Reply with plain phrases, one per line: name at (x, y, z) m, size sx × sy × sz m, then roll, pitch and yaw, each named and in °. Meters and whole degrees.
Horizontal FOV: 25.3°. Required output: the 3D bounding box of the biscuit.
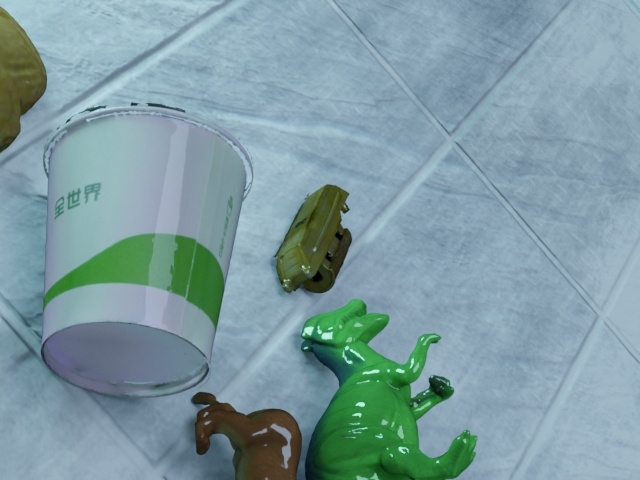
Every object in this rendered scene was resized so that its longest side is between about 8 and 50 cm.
biscuit at (-0.477, -0.206, 1.684) m, size 0.269 × 0.051 × 0.376 m, roll 54°, pitch 37°, yaw 6°

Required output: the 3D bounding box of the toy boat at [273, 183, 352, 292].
toy boat at (0.000, 0.000, 2.003) m, size 0.088 × 0.068 × 0.226 m, roll 46°, pitch 34°, yaw -15°

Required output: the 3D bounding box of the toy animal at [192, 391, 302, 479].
toy animal at (-0.064, 0.286, 1.614) m, size 0.157 × 0.097 × 0.312 m, roll -2°, pitch 54°, yaw -4°

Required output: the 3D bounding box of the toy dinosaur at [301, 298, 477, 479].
toy dinosaur at (-0.014, 0.277, 1.723) m, size 0.500 × 0.144 × 0.374 m, roll -37°, pitch 46°, yaw -24°

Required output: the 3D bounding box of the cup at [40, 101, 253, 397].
cup at (-0.209, 0.020, 1.630) m, size 0.253 × 0.253 × 0.274 m, roll 25°, pitch 51°, yaw -31°
